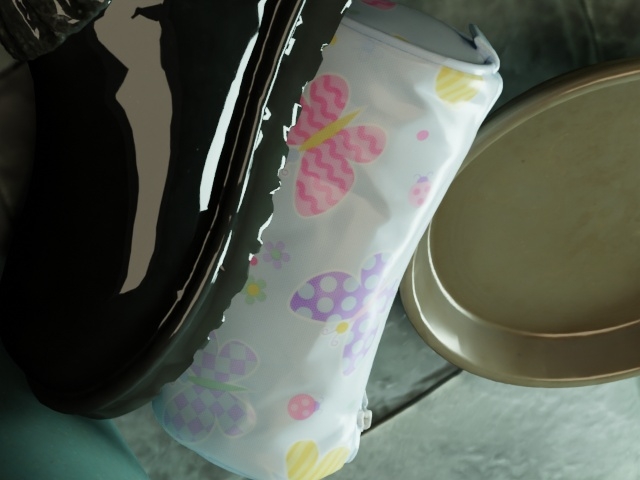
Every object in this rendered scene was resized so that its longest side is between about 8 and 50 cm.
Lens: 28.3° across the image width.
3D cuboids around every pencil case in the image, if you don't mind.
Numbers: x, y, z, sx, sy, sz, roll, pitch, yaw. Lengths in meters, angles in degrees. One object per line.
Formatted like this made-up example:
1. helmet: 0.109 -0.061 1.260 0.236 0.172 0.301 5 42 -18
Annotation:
1. pencil case: 0.000 0.000 0.697 0.124 0.113 0.273 22 109 8

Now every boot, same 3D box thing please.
1. boot: -0.137 -0.098 0.563 0.260 0.131 0.348 17 98 -40

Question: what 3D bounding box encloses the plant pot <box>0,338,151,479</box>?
1. plant pot: -0.173 0.232 0.614 0.341 0.334 0.341 -12 123 -19

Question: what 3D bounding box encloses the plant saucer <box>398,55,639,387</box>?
1. plant saucer: 0.181 -0.009 0.787 0.277 0.041 0.278 -5 135 -5
